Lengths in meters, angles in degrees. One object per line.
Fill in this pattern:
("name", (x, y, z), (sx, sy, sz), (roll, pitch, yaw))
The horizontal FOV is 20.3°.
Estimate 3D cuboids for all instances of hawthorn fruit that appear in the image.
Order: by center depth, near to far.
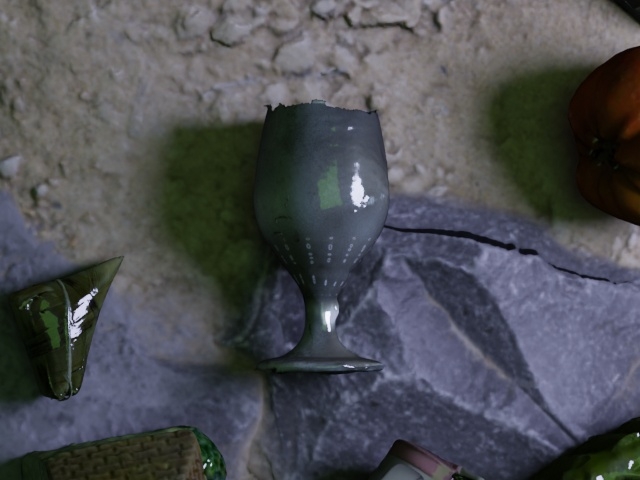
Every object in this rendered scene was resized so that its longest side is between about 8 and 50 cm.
("hawthorn fruit", (0.325, -0.098, 1.661), (0.189, 0.189, 0.189), (1, 85, -14))

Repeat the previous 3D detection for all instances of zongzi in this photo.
("zongzi", (-0.208, 0.079, 1.581), (0.113, 0.052, 0.104), (-21, 98, -27))

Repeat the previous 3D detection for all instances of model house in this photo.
("model house", (-0.146, 0.268, 1.505), (0.195, 0.189, 0.214), (-6, 85, -12))

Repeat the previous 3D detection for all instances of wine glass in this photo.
("wine glass", (0.000, 0.000, 1.597), (0.126, 0.126, 0.241), (0, 87, -14))

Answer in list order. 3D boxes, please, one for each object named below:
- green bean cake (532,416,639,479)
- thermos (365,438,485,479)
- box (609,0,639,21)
("green bean cake", (0.346, 0.275, 1.640), (0.249, 0.156, 0.247), (-21, 89, -14))
("thermos", (0.031, 0.295, 1.556), (0.146, 0.176, 0.265), (32, 76, 18))
("box", (0.334, -0.250, 1.733), (0.063, 0.060, 0.085), (40, 76, -12))
